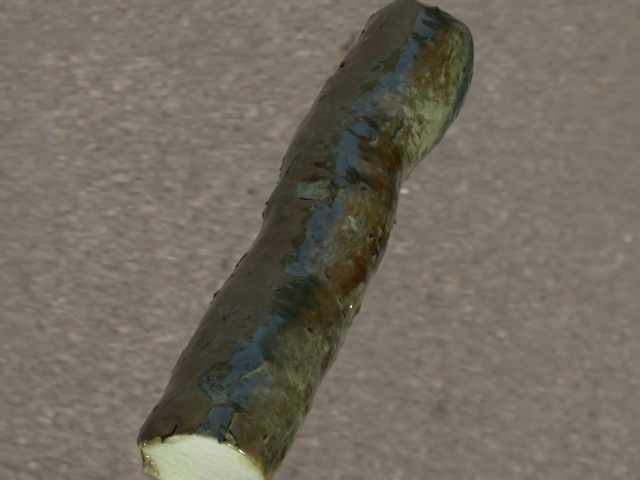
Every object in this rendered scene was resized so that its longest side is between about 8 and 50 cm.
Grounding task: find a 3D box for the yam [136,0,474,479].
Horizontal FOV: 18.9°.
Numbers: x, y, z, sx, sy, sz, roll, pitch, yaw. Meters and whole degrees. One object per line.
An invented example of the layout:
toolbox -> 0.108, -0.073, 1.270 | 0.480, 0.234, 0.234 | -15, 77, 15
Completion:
yam -> 0.000, 0.000, 0.764 | 0.061, 0.061, 0.253 | 50, 46, -26
